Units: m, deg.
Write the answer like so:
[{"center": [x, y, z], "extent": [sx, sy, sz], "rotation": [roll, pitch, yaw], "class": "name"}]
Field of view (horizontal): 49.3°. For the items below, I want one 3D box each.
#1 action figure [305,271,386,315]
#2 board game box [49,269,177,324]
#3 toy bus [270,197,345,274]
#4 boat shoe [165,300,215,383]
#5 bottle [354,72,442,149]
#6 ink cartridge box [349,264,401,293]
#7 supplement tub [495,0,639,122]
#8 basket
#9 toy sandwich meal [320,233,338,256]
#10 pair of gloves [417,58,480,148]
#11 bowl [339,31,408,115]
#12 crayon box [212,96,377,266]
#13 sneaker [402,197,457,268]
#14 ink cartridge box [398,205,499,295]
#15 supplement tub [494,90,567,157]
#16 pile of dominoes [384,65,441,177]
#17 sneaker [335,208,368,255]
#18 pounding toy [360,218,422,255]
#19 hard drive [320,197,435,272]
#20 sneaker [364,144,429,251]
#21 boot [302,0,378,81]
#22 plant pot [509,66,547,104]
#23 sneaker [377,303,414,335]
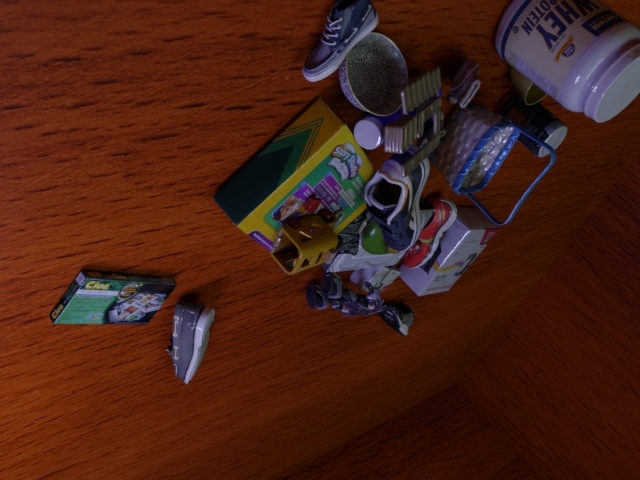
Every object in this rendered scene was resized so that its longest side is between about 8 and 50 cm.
[{"center": [0.084, 0.175, 2.140], "extent": [0.185, 0.099, 0.285], "rotation": [-24, 151, 30], "class": "action figure"}, {"center": [-0.444, 0.128, 1.521], "extent": [0.136, 0.030, 0.260], "rotation": [-48, 152, 18], "class": "board game box"}, {"center": [-0.010, 0.007, 1.575], "extent": [0.202, 0.104, 0.191], "rotation": [-42, 155, 0], "class": "toy bus"}, {"center": [-0.340, 0.259, 1.779], "extent": [0.305, 0.091, 0.109], "rotation": [111, 1, -46], "class": "boat shoe"}, {"center": [0.172, -0.282, 1.552], "extent": [0.283, 0.092, 0.118], "rotation": [-40, 155, -45], "class": "bottle"}, {"center": [0.177, 0.112, 2.251], "extent": [0.109, 0.063, 0.150], "rotation": [-48, 152, 14], "class": "ink cartridge box"}, {"center": [0.610, -0.459, 1.677], "extent": [0.235, 0.325, 0.235], "rotation": [-31, 151, -19], "class": "supplement tub"}, {"center": [0.458, -0.219, 1.875], "extent": [0.201, 0.289, 0.254], "rotation": [-10, 141, -46], "class": "basket"}, {"center": [0.016, 0.020, 1.725], "extent": [0.086, 0.029, 0.085], "rotation": [-34, 156, -18], "class": "toy sandwich meal"}, {"center": [0.305, -0.329, 1.687], "extent": [0.240, 0.042, 0.204], "rotation": [-54, -170, 33], "class": "pair of gloves"}, {"center": [0.095, -0.335, 1.438], "extent": [0.170, 0.170, 0.080], "rotation": [-19, -170, -36], "class": "bowl"}, {"center": [-0.031, -0.112, 1.609], "extent": [0.313, 0.106, 0.363], "rotation": [-43, 154, 2], "class": "crayon box"}, {"center": [0.318, -0.030, 2.218], "extent": [0.118, 0.107, 0.279], "rotation": [5, 127, -31], "class": "sneaker"}, {"center": [0.438, 0.035, 2.401], "extent": [0.226, 0.131, 0.306], "rotation": [-3, 133, -50], "class": "ink cartridge box"}, {"center": [0.595, -0.336, 1.987], "extent": [0.117, 0.190, 0.117], "rotation": [-30, 151, -18], "class": "supplement tub"}, {"center": [0.202, -0.262, 1.496], "extent": [0.251, 0.040, 0.195], "rotation": [-43, 137, -53], "class": "pile of dominoes"}, {"center": [0.084, -0.046, 1.834], "extent": [0.227, 0.087, 0.130], "rotation": [-44, 126, 10], "class": "sneaker"}, {"center": [0.218, -0.022, 1.915], "extent": [0.183, 0.110, 0.236], "rotation": [-27, 149, -23], "class": "pounding toy"}, {"center": [0.168, -0.017, 2.043], "extent": [0.339, 0.064, 0.237], "rotation": [-2, 133, -47], "class": "hard drive"}, {"center": [0.169, -0.079, 1.678], "extent": [0.127, 0.126, 0.321], "rotation": [-33, 145, -28], "class": "sneaker"}, {"center": [0.025, -0.394, 1.321], "extent": [0.190, 0.069, 0.086], "rotation": [-48, 146, -5], "class": "boot"}, {"center": [0.572, -0.450, 1.891], "extent": [0.134, 0.095, 0.134], "rotation": [-31, 152, -19], "class": "plant pot"}, {"center": [0.293, 0.276, 2.627], "extent": [0.108, 0.100, 0.271], "rotation": [-54, 157, -5], "class": "sneaker"}]
